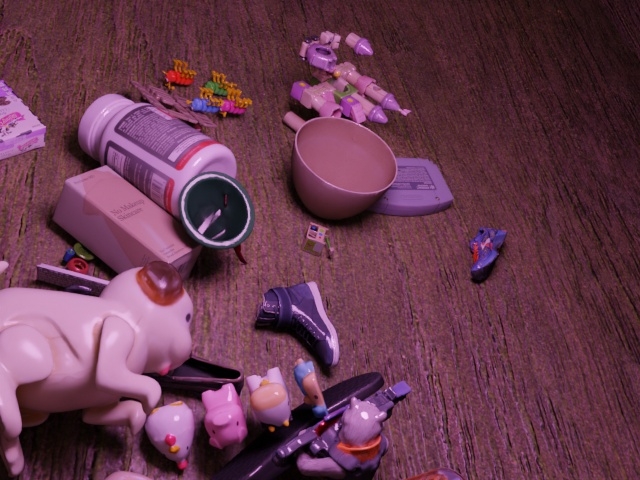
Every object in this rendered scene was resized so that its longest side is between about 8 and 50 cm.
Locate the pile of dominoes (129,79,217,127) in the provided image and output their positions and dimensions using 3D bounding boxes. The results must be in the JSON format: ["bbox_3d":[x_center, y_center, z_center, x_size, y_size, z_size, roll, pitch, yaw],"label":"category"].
[{"bbox_3d":[-0.401,-0.353,2.037,0.196,0.040,0.251,14,20,-40],"label":"pile of dominoes"}]

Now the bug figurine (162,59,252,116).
[{"bbox_3d":[-0.323,-0.420,2.151,0.216,0.072,0.279,2,32,-37],"label":"bug figurine"}]

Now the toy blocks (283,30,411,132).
[{"bbox_3d":[0.092,-0.419,2.192,0.260,0.309,0.288,40,46,22],"label":"toy blocks"}]

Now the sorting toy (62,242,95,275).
[{"bbox_3d":[-0.544,0.048,1.681,0.061,0.042,0.102,29,30,-19],"label":"sorting toy"}]

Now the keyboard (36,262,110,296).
[{"bbox_3d":[-0.484,0.103,1.628,0.256,0.072,0.014,17,52,-10],"label":"keyboard"}]

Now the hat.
[{"bbox_3d":[-0.256,-0.035,1.749,0.173,0.183,0.208,-20,84,-26],"label":"hat"}]

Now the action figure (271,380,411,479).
[{"bbox_3d":[0.084,0.414,1.411,0.341,0.330,0.178,-25,45,-33],"label":"action figure"}]

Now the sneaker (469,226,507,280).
[{"bbox_3d":[0.456,0.036,2.120,0.087,0.083,0.221,22,38,14],"label":"sneaker"}]

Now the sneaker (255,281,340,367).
[{"bbox_3d":[-0.058,0.200,1.721,0.163,0.086,0.226,-3,51,-28],"label":"sneaker"}]

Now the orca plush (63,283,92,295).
[{"bbox_3d":[-0.489,0.144,1.572,0.287,0.151,0.102,-5,21,-25],"label":"orca plush"}]

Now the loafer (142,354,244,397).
[{"bbox_3d":[-0.286,0.262,1.563,0.267,0.084,0.096,17,46,-10],"label":"loafer"}]

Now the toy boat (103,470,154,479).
[{"bbox_3d":[-0.370,0.533,1.258,0.318,0.148,0.267,-3,56,-36],"label":"toy boat"}]

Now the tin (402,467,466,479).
[{"bbox_3d":[0.231,0.543,1.576,0.190,0.040,0.106,-7,49,-29],"label":"tin"}]

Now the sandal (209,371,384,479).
[{"bbox_3d":[-0.031,0.408,1.522,0.446,0.167,0.107,-30,98,-36],"label":"sandal"}]

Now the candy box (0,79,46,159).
[{"bbox_3d":[-0.799,-0.291,1.845,0.196,0.070,0.165,44,47,18],"label":"candy box"}]

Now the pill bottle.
[{"bbox_3d":[-0.400,-0.206,1.824,0.363,0.210,0.210,31,44,22],"label":"pill bottle"}]

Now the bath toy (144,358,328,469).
[{"bbox_3d":[-0.165,0.339,1.455,0.348,0.151,0.129,-18,79,-1],"label":"bath toy"}]

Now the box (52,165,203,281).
[{"bbox_3d":[-0.437,-0.022,1.712,0.311,0.121,0.148,36,32,9],"label":"box"}]

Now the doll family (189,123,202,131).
[{"bbox_3d":[-0.309,-0.227,1.979,0.076,0.111,0.193,-28,66,-40],"label":"doll family"}]

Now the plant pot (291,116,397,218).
[{"bbox_3d":[0.039,-0.167,2.025,0.284,0.191,0.284,13,47,-14],"label":"plant pot"}]

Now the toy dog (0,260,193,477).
[{"bbox_3d":[-0.430,0.193,1.406,0.408,0.284,0.395,-18,56,-30],"label":"toy dog"}]

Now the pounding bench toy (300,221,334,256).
[{"bbox_3d":[0.000,0.000,1.954,0.083,0.052,0.065,21,44,-5],"label":"pounding bench toy"}]

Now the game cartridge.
[{"bbox_3d":[0.234,-0.159,2.204,0.297,0.062,0.198,-1,55,-25],"label":"game cartridge"}]
